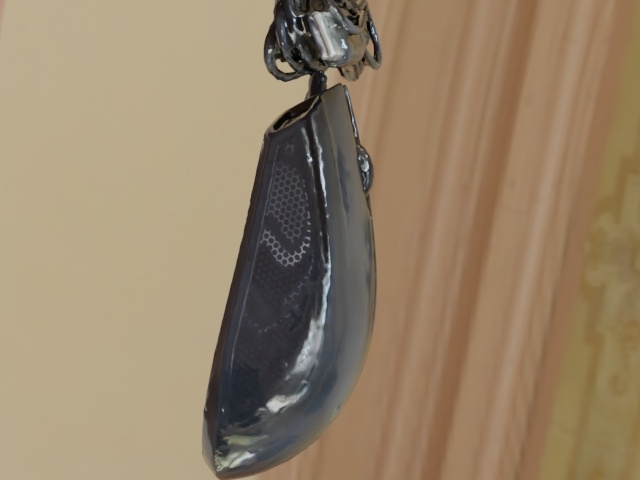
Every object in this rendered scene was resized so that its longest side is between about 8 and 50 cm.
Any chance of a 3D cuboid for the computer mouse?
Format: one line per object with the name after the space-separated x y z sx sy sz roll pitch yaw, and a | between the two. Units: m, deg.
0.000 0.000 0.868 0.188 0.072 0.272 -35 137 -80 | computer mouse
